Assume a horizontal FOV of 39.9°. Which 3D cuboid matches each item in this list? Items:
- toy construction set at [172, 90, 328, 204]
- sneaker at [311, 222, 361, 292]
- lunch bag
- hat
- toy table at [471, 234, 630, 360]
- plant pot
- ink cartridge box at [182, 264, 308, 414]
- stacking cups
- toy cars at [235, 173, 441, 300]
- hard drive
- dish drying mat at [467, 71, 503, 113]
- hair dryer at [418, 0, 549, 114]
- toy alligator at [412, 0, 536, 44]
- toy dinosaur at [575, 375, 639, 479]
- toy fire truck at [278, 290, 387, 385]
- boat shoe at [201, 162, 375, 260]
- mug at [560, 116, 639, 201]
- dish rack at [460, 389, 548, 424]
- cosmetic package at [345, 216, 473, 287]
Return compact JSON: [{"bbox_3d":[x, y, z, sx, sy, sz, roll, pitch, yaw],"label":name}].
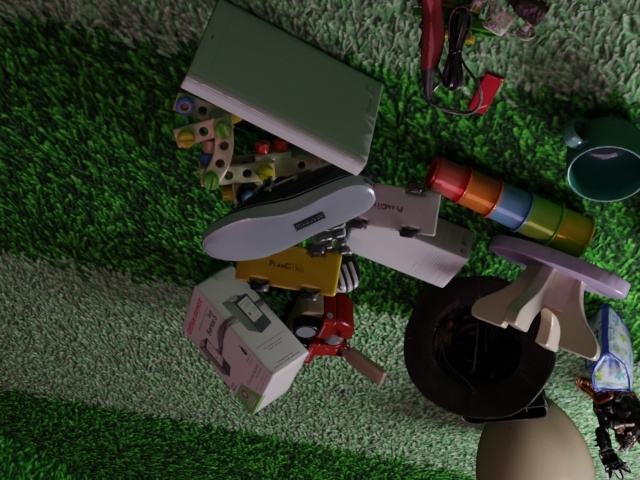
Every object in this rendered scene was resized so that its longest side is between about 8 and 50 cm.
[{"bbox_3d":[-0.096,-0.167,1.587,0.327,0.151,0.215,0,115,5],"label":"toy construction set"},{"bbox_3d":[0.000,0.000,1.729,0.086,0.229,0.132,-10,171,-23],"label":"sneaker"},{"bbox_3d":[0.607,0.228,1.860,0.096,0.129,0.151,-4,139,19],"label":"lunch bag"},{"bbox_3d":[0.351,0.224,1.884,0.331,0.331,0.134,-13,171,29],"label":"hat"},{"bbox_3d":[0.422,0.108,1.658,0.274,0.161,0.252,18,172,47],"label":"toy table"},{"bbox_3d":[0.503,0.482,2.121,0.284,0.284,0.191,-7,101,23],"label":"plant pot"},{"bbox_3d":[-0.176,0.222,1.977,0.273,0.115,0.198,47,143,17],"label":"ink cartridge box"},{"bbox_3d":[0.343,-0.067,1.625,0.316,0.096,0.096,24,140,-6],"label":"stacking cups"},{"bbox_3d":[0.032,-0.008,1.610,0.393,0.087,0.176,-31,91,4],"label":"toy cars"},{"bbox_3d":[-0.053,-0.248,1.414,0.307,0.203,0.040,25,139,-14],"label":"hard drive"},{"bbox_3d":[0.277,-0.245,1.479,0.032,0.008,0.083,18,141,-4],"label":"dish drying mat"},{"bbox_3d":[0.166,-0.335,1.288,0.293,0.080,0.223,37,108,-7],"label":"hair dryer"},{"bbox_3d":[0.234,-0.330,1.360,0.189,0.056,0.051,11,-177,1],"label":"toy alligator"},{"bbox_3d":[0.669,0.402,1.982,0.322,0.218,0.164,20,127,-15],"label":"toy dinosaur"},{"bbox_3d":[0.039,0.226,2.019,0.246,0.158,0.217,9,142,-14],"label":"toy fire truck"},{"bbox_3d":[-0.063,-0.063,1.514,0.306,0.105,0.113,-24,140,7],"label":"boat shoe"},{"bbox_3d":[0.474,-0.152,1.465,0.129,0.097,0.158,-4,137,20],"label":"mug"},{"bbox_3d":[0.387,0.295,2.012,0.208,0.074,0.271,-12,120,26],"label":"dish rack"},{"bbox_3d":[0.171,-0.002,1.744,0.231,0.085,0.117,23,141,-9],"label":"cosmetic package"}]
